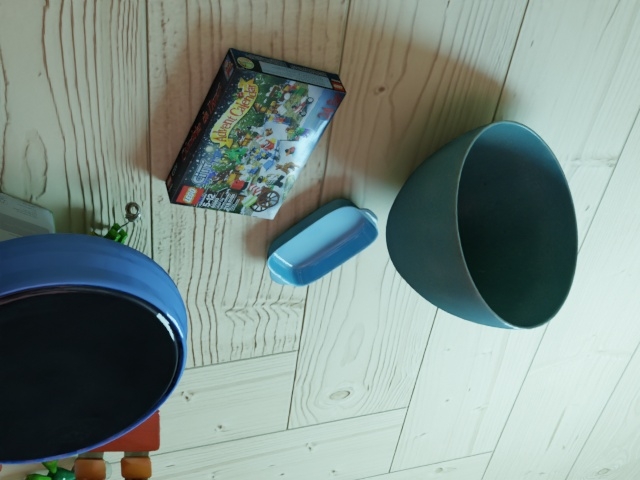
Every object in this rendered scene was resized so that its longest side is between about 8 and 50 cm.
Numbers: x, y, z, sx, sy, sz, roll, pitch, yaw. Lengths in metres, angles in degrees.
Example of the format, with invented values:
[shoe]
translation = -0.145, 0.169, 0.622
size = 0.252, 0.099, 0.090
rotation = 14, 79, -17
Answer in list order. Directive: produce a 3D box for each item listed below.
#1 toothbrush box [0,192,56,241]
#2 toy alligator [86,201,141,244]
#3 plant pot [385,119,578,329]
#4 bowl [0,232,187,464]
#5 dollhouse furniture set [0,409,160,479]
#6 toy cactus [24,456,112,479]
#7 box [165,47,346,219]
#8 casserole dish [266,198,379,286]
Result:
[toothbrush box]
translation = -0.502, 0.060, 1.299
size = 0.206, 0.122, 0.283
rotation = 23, 124, -40
[toy alligator]
translation = -0.296, 0.009, 1.389
size = 0.190, 0.056, 0.051
rotation = -45, 177, 24
[plant pot]
translation = 0.210, -0.012, 1.445
size = 0.290, 0.290, 0.195
rotation = 23, 158, -40
[bowl]
translation = -0.362, 0.158, 1.309
size = 0.391, 0.077, 0.391
rotation = -14, 137, -13
[dollhouse furniture set]
translation = -0.377, 0.291, 1.536
size = 0.259, 0.135, 0.262
rotation = 0, 117, -6
[toy cactus]
translation = -0.446, 0.404, 1.740
size = 0.219, 0.112, 0.180
rotation = -45, 153, 22
[box]
translation = -0.089, -0.133, 1.321
size = 0.159, 0.044, 0.233
rotation = 8, 132, -30
[casserole dish]
translation = 0.000, 0.000, 1.514
size = 0.188, 0.037, 0.114
rotation = -34, 139, 16
